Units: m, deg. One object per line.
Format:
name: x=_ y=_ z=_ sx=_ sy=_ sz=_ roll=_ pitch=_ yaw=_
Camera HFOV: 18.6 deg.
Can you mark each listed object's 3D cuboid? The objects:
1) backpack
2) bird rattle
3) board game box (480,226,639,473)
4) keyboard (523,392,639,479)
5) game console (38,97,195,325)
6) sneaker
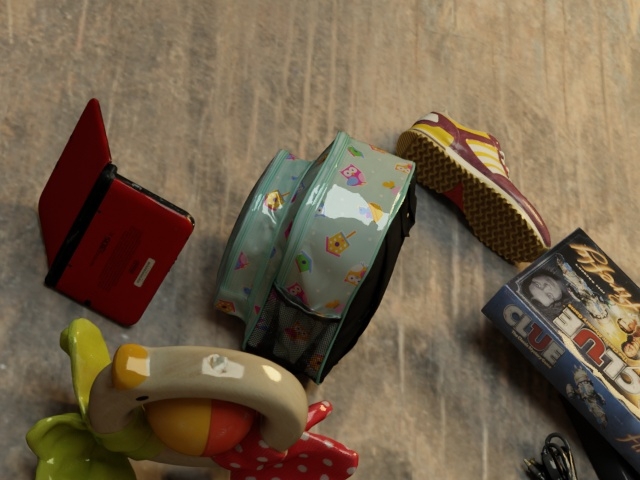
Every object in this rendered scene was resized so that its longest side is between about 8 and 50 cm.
backpack: x=0.000 y=0.000 z=1.655 sx=0.144 sy=0.188 sz=0.166 roll=31 pitch=42 yaw=-3
bird rattle: x=-0.089 y=0.143 z=1.469 sx=0.253 sy=0.207 sz=0.143 roll=15 pitch=62 yaw=-7
board game box: x=0.279 y=0.111 z=1.797 sx=0.243 sy=0.042 sz=0.165 roll=46 pitch=37 yaw=9
keyboard: x=0.297 y=0.254 z=1.725 sx=0.201 sy=0.033 sz=0.317 roll=-2 pitch=52 yaw=-34
game console: x=-0.170 y=-0.022 z=1.600 sx=0.124 sy=0.144 sz=0.085 roll=29 pitch=43 yaw=-6
sneaker: x=0.165 y=-0.059 z=1.906 sx=0.185 sy=0.069 sz=0.084 roll=44 pitch=47 yaw=9
